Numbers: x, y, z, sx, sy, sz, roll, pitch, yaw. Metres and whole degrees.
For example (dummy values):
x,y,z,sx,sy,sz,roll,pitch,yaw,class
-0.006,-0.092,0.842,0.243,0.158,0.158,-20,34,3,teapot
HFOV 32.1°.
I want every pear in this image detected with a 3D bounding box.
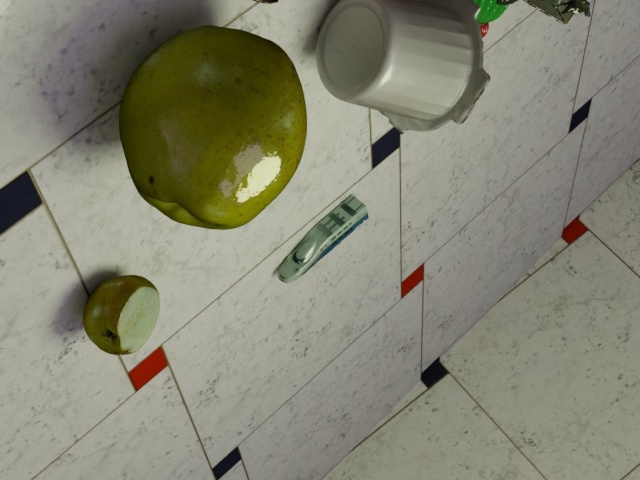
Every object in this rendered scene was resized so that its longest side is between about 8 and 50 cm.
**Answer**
x,y,z,sx,sy,sz,roll,pitch,yaw,class
-0.150,-0.166,1.589,0.294,0.294,0.294,-38,152,-24,pear
-0.341,0.118,1.859,0.141,0.104,0.141,15,90,-71,pear

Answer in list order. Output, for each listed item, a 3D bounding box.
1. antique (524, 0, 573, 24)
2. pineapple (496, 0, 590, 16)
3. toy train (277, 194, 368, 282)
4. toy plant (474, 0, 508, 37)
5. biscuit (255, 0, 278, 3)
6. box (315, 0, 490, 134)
x,y,z,sx,sy,sz,roll,pitch,yaw,class
0.466,-0.535,2.216,0.152,0.147,0.148,-53,157,6,antique
0.277,-0.468,1.753,0.223,0.357,0.223,-41,156,-23,pineapple
0.000,0.000,2.306,0.234,0.052,0.051,-40,150,-18,toy train
0.315,-0.479,2.122,0.155,0.088,0.240,11,128,-48,toy plant
-0.013,-0.456,1.532,0.318,0.040,0.318,-28,154,-15,biscuit
0.124,-0.337,1.877,0.206,0.262,0.291,1,88,-46,box
